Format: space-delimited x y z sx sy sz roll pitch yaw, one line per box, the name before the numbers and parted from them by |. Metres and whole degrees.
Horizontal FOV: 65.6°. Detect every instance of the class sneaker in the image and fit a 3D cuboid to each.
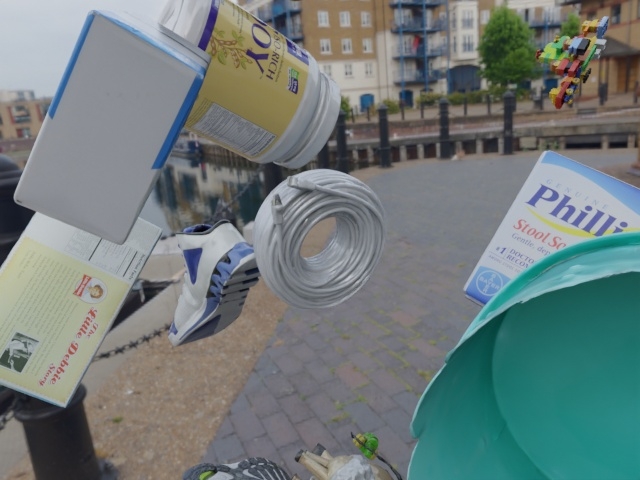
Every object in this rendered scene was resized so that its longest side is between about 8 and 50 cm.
sneaker | -0.238 0.069 1.056 0.127 0.316 0.182 -7 54 -49
sneaker | -0.194 0.591 1.161 0.299 0.121 0.111 15 13 -32

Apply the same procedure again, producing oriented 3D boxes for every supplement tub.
supplement tub | -0.150 -0.292 0.941 0.331 0.241 0.241 22 -3 -34

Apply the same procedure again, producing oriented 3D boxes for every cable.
cable | 0.000 0.000 0.900 0.256 0.257 0.089 -2 24 -33

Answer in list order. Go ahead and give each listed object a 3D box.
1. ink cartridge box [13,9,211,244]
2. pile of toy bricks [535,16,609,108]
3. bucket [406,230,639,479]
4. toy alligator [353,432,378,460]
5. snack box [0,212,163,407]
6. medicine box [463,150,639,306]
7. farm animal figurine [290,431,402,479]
ink cartridge box | -0.164 -0.110 0.434 0.085 0.148 0.203 26 18 -19
pile of toy bricks | 0.505 -0.384 1.032 0.105 0.118 0.212 24 68 33
bucket | 0.214 0.129 0.318 0.281 0.282 0.183 3 11 28
toy alligator | 0.120 0.524 1.295 0.051 0.056 0.190 -45 -4 -11
snack box | -0.419 0.081 0.812 0.187 0.322 0.060 29 -17 -15
medicine box | 0.436 0.038 0.870 0.263 0.289 0.149 30 1 19
farm animal figurine | 0.005 0.430 0.653 0.172 0.327 0.330 29 -9 19
